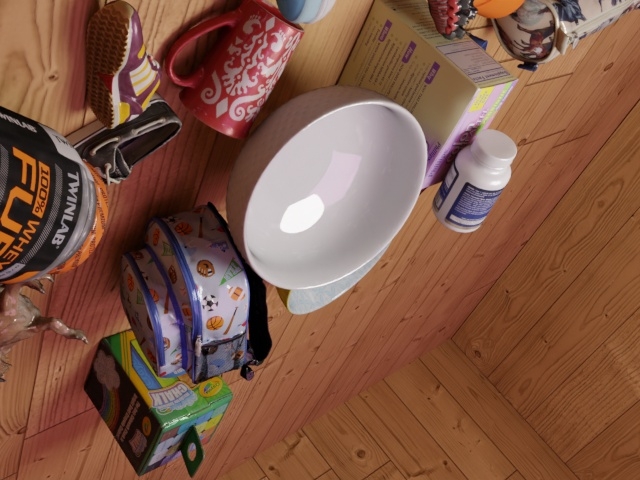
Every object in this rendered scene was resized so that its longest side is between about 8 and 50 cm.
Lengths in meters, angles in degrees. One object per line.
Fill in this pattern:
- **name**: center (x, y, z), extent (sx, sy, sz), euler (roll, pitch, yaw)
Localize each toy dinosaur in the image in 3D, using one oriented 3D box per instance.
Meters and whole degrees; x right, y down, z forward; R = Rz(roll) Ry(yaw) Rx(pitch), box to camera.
- **toy dinosaur**: center (-0.472, 0.116, 1.091), extent (0.200, 0.127, 0.296), euler (-30, 150, -10)

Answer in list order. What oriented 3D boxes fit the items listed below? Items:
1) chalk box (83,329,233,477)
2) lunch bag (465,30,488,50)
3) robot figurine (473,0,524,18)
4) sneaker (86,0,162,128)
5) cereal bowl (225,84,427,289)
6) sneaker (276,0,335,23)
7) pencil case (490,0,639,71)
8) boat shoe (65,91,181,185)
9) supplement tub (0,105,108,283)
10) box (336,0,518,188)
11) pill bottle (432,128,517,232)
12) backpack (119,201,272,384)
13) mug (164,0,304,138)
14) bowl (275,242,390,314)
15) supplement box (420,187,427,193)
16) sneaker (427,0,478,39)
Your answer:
- **chalk box**: center (-0.304, 0.325, 1.515), extent (0.179, 0.289, 0.180), euler (-18, 148, -44)
- **lunch bag**: center (0.282, -0.361, 1.514), extent (0.067, 0.065, 0.098), euler (-50, 161, -23)
- **robot figurine**: center (0.269, -0.440, 1.263), extent (0.219, 0.158, 0.128), euler (-8, 124, -54)
- **sneaker**: center (-0.234, -0.222, 0.936), extent (0.084, 0.069, 0.185), euler (-36, 165, -37)
- **cereal bowl**: center (-0.005, -0.095, 1.201), extent (0.338, 0.141, 0.339), euler (-22, 135, -25)
- **sneaker**: center (-0.088, -0.349, 0.857), extent (0.208, 0.127, 0.319), euler (-36, 148, -19)
- **pencil case**: center (0.534, -0.485, 1.544), extent (0.410, 0.183, 0.160), euler (-31, 155, -27)
- **boat shoe**: center (-0.287, -0.114, 1.026), extent (0.219, 0.070, 0.078), euler (-39, 158, -8)
- **supplement tub**: center (-0.383, -0.058, 0.811), extent (0.193, 0.193, 0.316), euler (-46, 158, 10)
- **box**: center (0.165, -0.251, 1.287), extent (0.117, 0.243, 0.214), euler (-20, 149, -41)
- **pill bottle**: center (0.256, -0.099, 1.266), extent (0.094, 0.094, 0.169), euler (-26, 154, -34)
- **backpack**: center (-0.220, 0.079, 1.281), extent (0.213, 0.276, 0.263), euler (-16, 140, -34)
- **mug**: center (-0.113, -0.239, 1.035), extent (0.169, 0.113, 0.150), euler (-54, 157, 19)
- **bowl**: center (0.000, 0.000, 1.592), extent (0.289, 0.156, 0.289), euler (-34, 157, -17)
- **supplement box**: center (0.159, -0.174, 1.568), extent (0.194, 0.129, 0.191), euler (-44, 158, 5)
- **sneaker**: center (0.169, -0.418, 1.119), extent (0.098, 0.135, 0.276), euler (-61, 154, -30)
